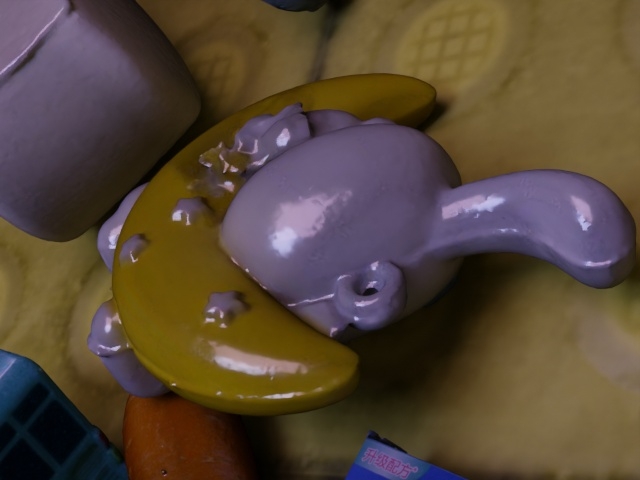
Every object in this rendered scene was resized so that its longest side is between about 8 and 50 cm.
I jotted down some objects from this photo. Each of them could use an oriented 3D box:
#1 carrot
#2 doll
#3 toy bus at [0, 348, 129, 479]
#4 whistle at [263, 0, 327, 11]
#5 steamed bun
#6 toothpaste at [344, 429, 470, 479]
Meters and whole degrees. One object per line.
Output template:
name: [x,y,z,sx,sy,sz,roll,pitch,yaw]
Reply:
carrot: [-0.051,0.147,0.642,0.067,0.067,0.225,-38,47,14]
doll: [0.000,0.000,0.657,0.252,0.111,0.237,-24,30,-3]
toy bus: [-0.222,0.181,0.666,0.128,0.147,0.256,5,48,45]
whistle: [-0.090,-0.272,0.882,0.189,0.189,0.348,-47,55,5]
steamed bun: [-0.179,-0.110,0.844,0.146,0.164,0.241,-44,43,5]
toothpaste: [0.112,0.152,0.513,0.272,0.053,0.066,16,74,44]
